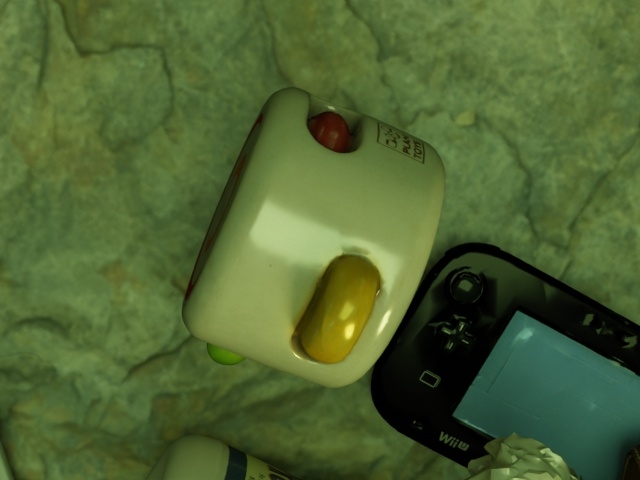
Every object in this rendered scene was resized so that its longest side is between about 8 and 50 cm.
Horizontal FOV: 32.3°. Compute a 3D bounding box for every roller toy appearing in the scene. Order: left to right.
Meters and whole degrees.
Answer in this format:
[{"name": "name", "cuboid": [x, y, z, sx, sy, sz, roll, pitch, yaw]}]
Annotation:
[{"name": "roller toy", "cuboid": [0.000, 0.000, 0.781, 0.146, 0.209, 0.191, 22, 72, -8]}]

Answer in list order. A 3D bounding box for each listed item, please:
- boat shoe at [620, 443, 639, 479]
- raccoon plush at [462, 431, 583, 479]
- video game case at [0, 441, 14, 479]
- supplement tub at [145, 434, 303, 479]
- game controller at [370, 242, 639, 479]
[{"name": "boat shoe", "cuboid": [0.229, 0.301, 0.831, 0.104, 0.111, 0.307, 2, 90, 6]}, {"name": "raccoon plush", "cuboid": [0.335, 0.249, 0.676, 0.299, 0.216, 0.446, -35, 102, -4]}, {"name": "video game case", "cuboid": [-0.318, 0.222, 0.837, 0.183, 0.023, 0.201, -15, 106, -5]}, {"name": "supplement tub", "cuboid": [-0.004, 0.306, 0.786, 0.325, 0.235, 0.235, 27, 92, -8]}, {"name": "game controller", "cuboid": [0.202, 0.134, 0.879, 0.319, 0.067, 0.166, 28, 91, -7]}]
